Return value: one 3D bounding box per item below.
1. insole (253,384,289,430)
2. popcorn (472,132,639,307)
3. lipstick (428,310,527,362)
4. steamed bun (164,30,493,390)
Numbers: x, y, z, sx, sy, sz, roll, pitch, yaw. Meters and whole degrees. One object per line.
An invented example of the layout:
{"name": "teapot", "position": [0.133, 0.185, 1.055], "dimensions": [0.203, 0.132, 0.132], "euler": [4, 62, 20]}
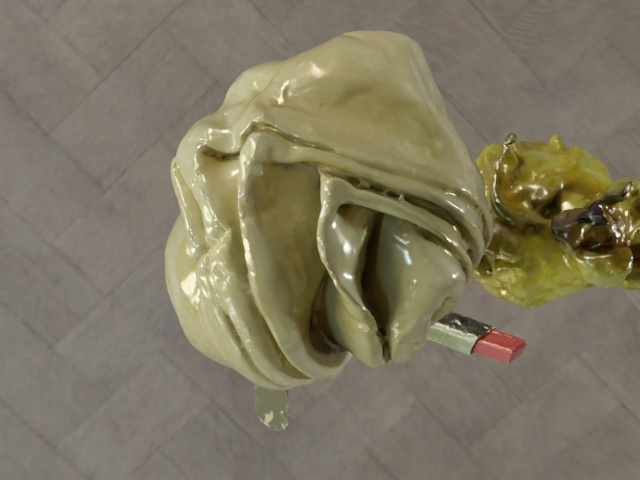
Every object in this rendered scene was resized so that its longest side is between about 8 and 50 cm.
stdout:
{"name": "insole", "position": [-0.075, 0.170, 1.674], "dimensions": [0.081, 0.011, 0.247], "euler": [15, 122, 32]}
{"name": "popcorn", "position": [0.231, -0.019, 1.101], "dimensions": [0.195, 0.168, 0.173], "euler": [-3, 135, 38]}
{"name": "lipstick", "position": [0.139, 0.110, 1.607], "dimensions": [0.312, 0.051, 0.051], "euler": [20, 147, 28]}
{"name": "steamed bun", "position": [0.001, 0.002, 0.957], "dimensions": [0.289, 0.203, 0.276], "euler": [-26, 129, 5]}
